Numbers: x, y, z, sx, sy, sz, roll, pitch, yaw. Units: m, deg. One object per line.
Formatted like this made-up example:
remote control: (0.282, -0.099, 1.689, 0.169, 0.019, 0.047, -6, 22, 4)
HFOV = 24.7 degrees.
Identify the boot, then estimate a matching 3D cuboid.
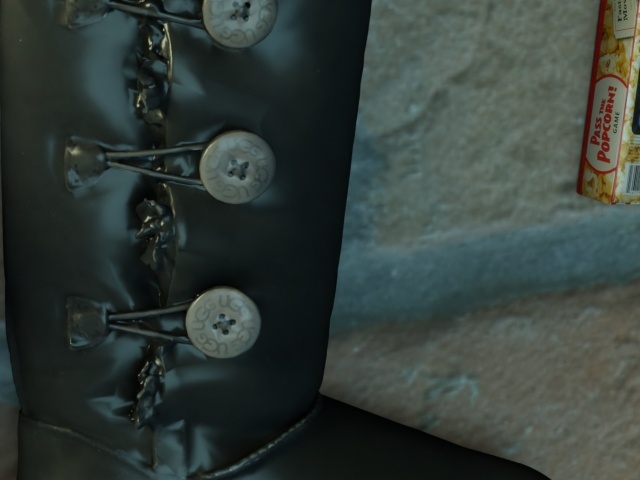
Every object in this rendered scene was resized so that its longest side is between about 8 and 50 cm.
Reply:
boot: (-0.002, 0.000, 0.835, 0.367, 0.146, 0.445, -2, 98, -23)

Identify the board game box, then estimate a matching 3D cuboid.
board game box: (0.251, -0.119, 0.946, 0.146, 0.045, 0.194, 2, 101, -21)
